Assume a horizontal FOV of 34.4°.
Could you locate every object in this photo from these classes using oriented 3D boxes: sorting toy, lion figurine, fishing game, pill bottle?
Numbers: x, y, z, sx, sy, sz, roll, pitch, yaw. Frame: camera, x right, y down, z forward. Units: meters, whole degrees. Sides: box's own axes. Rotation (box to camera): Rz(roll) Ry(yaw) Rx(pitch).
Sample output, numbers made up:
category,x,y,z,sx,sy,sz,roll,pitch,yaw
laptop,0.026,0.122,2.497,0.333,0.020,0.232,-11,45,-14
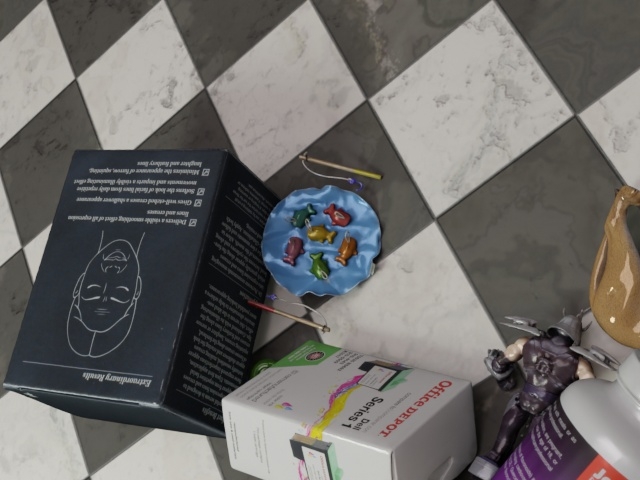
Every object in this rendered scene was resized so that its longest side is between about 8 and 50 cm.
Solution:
category,x,y,z,sx,sy,sz,roll,pitch,yaw
sorting toy,-0.095,0.233,1.597,0.061,0.042,0.102,26,78,22
lion figurine,0.441,0.107,1.230,0.392,0.142,0.240,40,107,50
fishing game,0.000,0.000,1.565,0.189,0.041,0.264,20,76,14
pill bottle,0.289,0.279,1.120,0.181,0.181,0.323,47,111,35

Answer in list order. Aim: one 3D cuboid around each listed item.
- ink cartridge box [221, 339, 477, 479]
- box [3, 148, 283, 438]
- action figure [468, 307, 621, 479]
category,x,y,z,sx,sy,sz,roll,pitch,yaw
ink cartridge box,0.041,0.247,1.380,0.278,0.201,0.117,10,116,36
box,-0.260,0.077,1.592,0.293,0.212,0.396,3,69,27
action figure,0.272,0.215,1.318,0.185,0.099,0.285,21,83,44
